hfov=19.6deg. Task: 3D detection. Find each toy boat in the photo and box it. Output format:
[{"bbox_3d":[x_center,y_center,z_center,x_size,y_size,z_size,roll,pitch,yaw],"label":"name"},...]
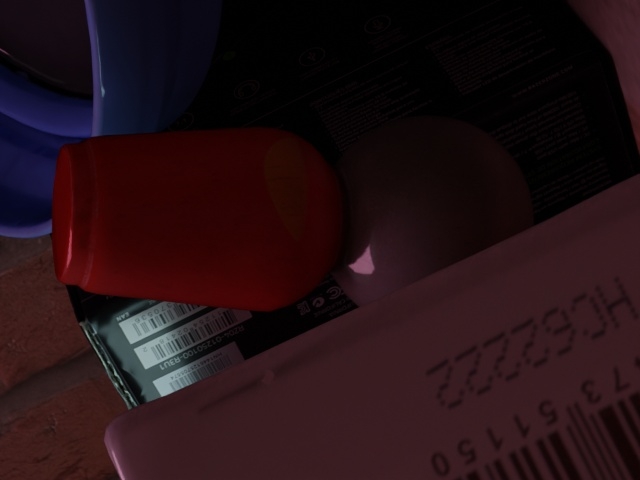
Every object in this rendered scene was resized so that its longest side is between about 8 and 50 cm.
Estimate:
[{"bbox_3d":[0.010,-0.122,0.520,0.267,0.148,0.318,-120,35,-61],"label":"toy boat"}]

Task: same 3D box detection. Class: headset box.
[{"bbox_3d":[-0.015,-0.058,0.903,0.283,0.246,0.131,60,176,49],"label":"headset box"}]

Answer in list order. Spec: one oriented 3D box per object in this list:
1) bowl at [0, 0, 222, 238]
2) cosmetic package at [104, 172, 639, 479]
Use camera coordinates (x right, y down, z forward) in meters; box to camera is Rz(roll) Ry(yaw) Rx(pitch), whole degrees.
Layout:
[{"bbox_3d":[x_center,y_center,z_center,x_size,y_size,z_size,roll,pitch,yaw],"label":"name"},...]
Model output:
[{"bbox_3d":[-0.183,-0.186,0.733,0.391,0.077,0.391,38,149,28],"label":"bowl"},{"bbox_3d":[0.094,0.120,0.658,0.453,0.230,0.161,75,170,-74],"label":"cosmetic package"}]
